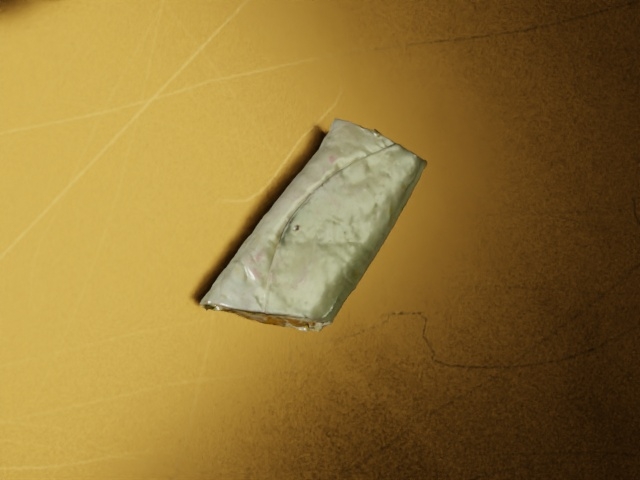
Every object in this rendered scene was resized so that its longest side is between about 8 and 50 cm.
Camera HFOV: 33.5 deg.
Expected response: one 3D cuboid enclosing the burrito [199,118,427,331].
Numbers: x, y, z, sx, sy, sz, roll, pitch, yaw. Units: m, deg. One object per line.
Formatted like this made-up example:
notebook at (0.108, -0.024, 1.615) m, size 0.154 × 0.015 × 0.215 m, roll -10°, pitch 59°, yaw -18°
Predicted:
burrito at (-0.003, -0.002, 1.294) m, size 0.143 × 0.105 × 0.299 m, roll 36°, pitch 83°, yaw -5°
